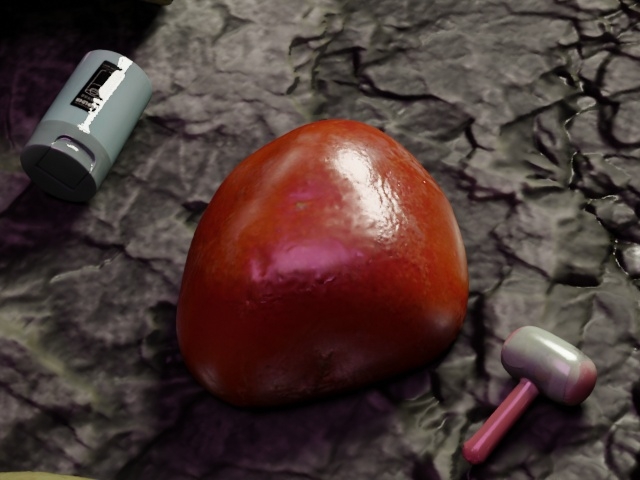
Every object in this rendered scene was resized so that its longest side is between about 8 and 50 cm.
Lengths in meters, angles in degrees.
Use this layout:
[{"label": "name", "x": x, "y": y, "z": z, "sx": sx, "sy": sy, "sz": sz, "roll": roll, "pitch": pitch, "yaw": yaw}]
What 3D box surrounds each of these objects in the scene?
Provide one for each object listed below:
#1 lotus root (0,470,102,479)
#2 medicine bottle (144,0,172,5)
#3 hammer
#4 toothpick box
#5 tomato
[{"label": "lotus root", "x": -0.116, "y": 0.162, "z": 0.865, "sx": 0.183, "sy": 0.090, "sz": 0.077, "roll": 8, "pitch": 13, "yaw": 17}, {"label": "medicine bottle", "x": -0.239, "y": -0.250, "z": 1.120, "sx": 0.323, "sy": 0.151, "sz": 0.151, "roll": 9, "pitch": 51, "yaw": -8}, {"label": "hammer", "x": 0.102, "y": 0.084, "z": 0.922, "sx": 0.052, "sy": 0.031, "sz": 0.083, "roll": 30, "pitch": 69, "yaw": 35}, {"label": "toothpick box", "x": -0.142, "y": -0.070, "z": 1.085, "sx": 0.052, "sy": 0.052, "sz": 0.083, "roll": 11, "pitch": 54, "yaw": 21}, {"label": "tomato", "x": -0.007, "y": -0.003, "z": 0.981, "sx": 0.166, "sy": 0.082, "sz": 0.174, "roll": -13, "pitch": 52, "yaw": 3}]
